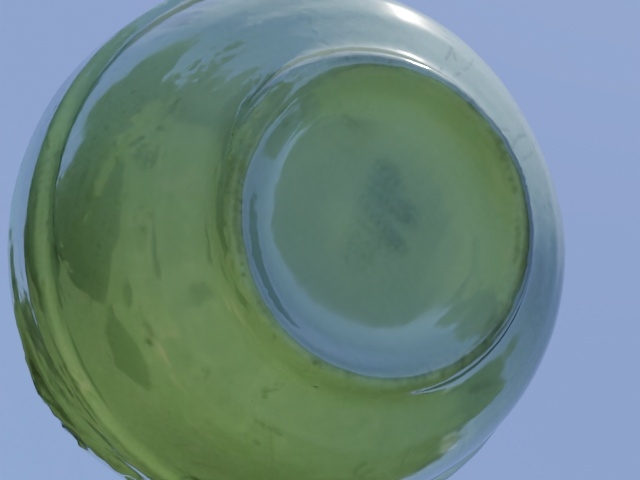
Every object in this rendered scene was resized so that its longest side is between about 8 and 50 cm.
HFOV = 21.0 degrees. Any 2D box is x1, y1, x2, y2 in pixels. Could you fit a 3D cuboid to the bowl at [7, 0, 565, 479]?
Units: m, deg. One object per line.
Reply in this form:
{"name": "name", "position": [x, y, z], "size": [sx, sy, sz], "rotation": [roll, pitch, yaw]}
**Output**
{"name": "bowl", "position": [0.000, 0.000, 0.911], "size": [0.307, 0.307, 0.163], "rotation": [41, -20, -11]}
